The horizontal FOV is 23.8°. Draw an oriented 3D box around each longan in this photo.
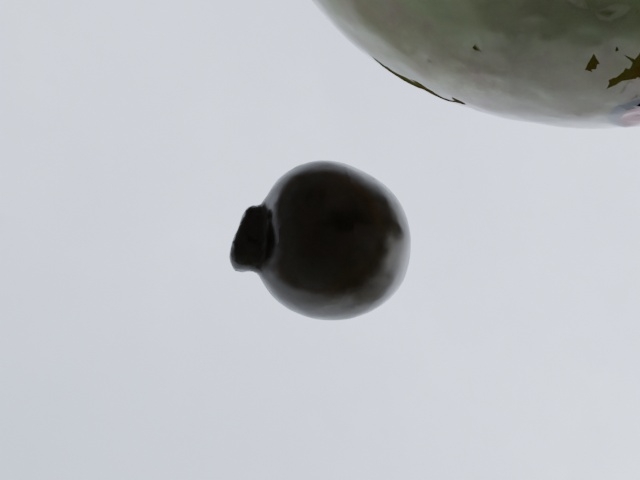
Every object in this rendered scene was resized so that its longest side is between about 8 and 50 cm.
[{"bbox_3d":[0.000,0.000,0.992,0.119,0.106,0.106,0,-106,-5],"label":"longan"}]

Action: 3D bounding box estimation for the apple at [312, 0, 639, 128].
[{"bbox_3d":[0.107,-0.163,0.556,0.261,0.194,0.261,-2,-120,3],"label":"apple"}]
